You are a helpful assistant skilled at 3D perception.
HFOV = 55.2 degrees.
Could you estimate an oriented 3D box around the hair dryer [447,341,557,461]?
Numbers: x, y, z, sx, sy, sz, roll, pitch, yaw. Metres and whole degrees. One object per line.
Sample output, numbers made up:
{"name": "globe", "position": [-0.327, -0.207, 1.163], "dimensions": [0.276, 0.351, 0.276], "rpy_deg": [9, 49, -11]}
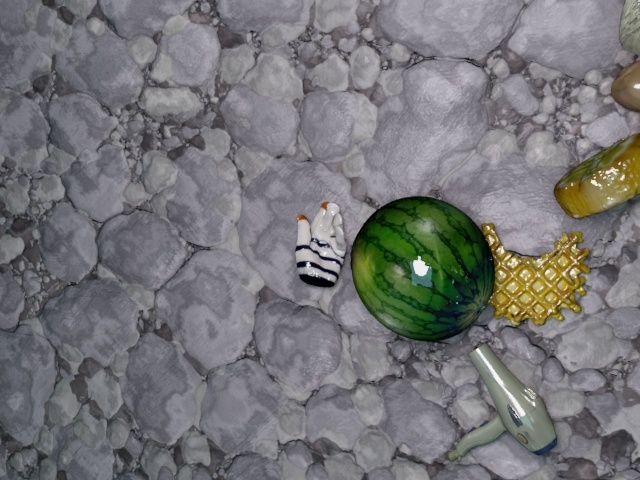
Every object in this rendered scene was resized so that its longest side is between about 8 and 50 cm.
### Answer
{"name": "hair dryer", "position": [0.429, 0.418, 1.590], "dimensions": [0.298, 0.119, 0.296], "rpy_deg": [-19, 84, 30]}

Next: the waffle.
{"name": "waffle", "position": [0.517, 0.090, 1.534], "dimensions": [0.292, 0.069, 0.260], "rpy_deg": [4, 96, 18]}

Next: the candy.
{"name": "candy", "position": [0.650, -0.147, 1.373], "dimensions": [0.259, 0.260, 0.118], "rpy_deg": [-32, 89, 17]}

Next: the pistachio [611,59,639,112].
{"name": "pistachio", "position": [0.779, -0.351, 1.385], "dimensions": [0.225, 0.136, 0.136], "rpy_deg": [4, 97, 7]}

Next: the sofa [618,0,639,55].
{"name": "sofa", "position": [0.777, -0.472, 1.283], "dimensions": [0.210, 0.225, 0.176], "rpy_deg": [-1, 121, -5]}

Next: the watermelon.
{"name": "watermelon", "position": [0.245, 0.066, 1.473], "dimensions": [0.362, 0.363, 0.364], "rpy_deg": [2, 96, 17]}

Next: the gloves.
{"name": "gloves", "position": [0.007, 0.007, 1.662], "dimensions": [0.139, 0.131, 0.219], "rpy_deg": [4, 66, 18]}
